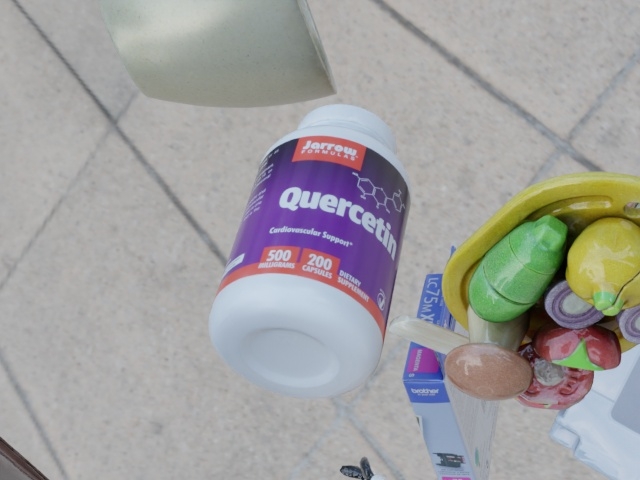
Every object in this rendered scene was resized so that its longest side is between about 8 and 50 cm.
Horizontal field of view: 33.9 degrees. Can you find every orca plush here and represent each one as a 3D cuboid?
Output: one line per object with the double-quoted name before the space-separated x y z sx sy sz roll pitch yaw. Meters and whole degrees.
"orca plush" 0.073 0.434 1.724 0.102 0.151 0.287 -39 17 -8

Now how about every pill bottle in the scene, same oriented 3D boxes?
"pill bottle" 0.000 0.000 1.159 0.181 0.181 0.323 -18 40 32

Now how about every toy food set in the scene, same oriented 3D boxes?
"toy food set" 0.131 0.053 0.600 0.218 0.128 0.071 -52 16 51

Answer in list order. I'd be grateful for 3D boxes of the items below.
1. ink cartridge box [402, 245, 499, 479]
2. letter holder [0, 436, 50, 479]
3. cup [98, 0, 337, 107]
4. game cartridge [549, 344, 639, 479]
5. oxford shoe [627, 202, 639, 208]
"ink cartridge box" 0.170 0.179 1.360 0.065 0.311 0.186 -2 43 20
"letter holder" -0.351 0.248 0.899 0.214 0.302 0.152 6 57 18
"cup" -0.144 -0.303 1.346 0.237 0.331 0.331 -20 61 5
"game cartridge" 0.312 0.071 0.764 0.198 0.062 0.297 28 113 18
"oxford shoe" 0.579 -0.045 1.803 0.130 0.123 0.348 35 85 6
